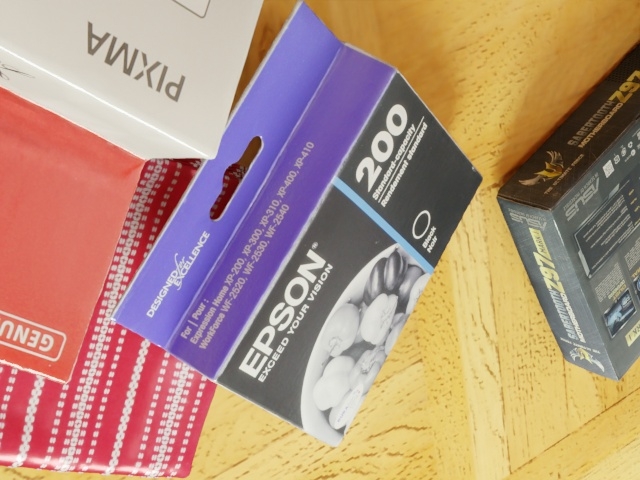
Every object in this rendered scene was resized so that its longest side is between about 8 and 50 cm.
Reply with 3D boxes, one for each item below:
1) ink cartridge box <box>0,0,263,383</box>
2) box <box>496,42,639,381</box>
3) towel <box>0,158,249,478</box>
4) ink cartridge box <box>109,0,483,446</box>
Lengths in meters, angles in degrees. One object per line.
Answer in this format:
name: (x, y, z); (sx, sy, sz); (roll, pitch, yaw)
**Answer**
ink cartridge box: (-0.170, -0.096, 0.524); (0.296, 0.066, 0.261); (26, 75, -40)
box: (0.249, -0.036, 0.920); (0.233, 0.059, 0.183); (-45, 127, -20)
towel: (-0.151, 0.028, 0.639); (0.275, 0.031, 0.198); (15, 96, -41)
ink cartridge box: (0.000, 0.000, 0.713); (0.206, 0.045, 0.208); (-61, 143, -7)
